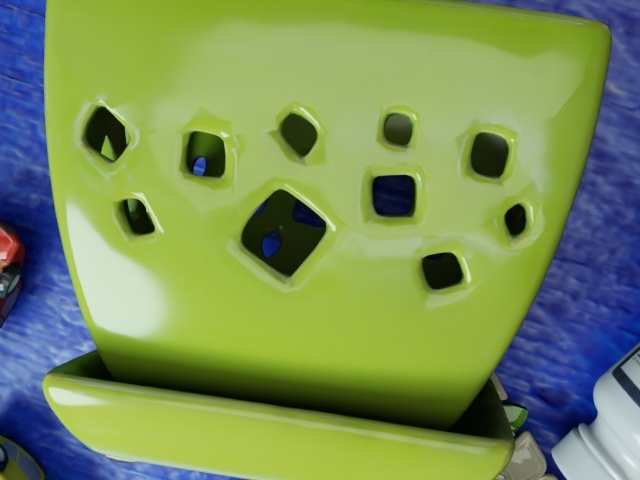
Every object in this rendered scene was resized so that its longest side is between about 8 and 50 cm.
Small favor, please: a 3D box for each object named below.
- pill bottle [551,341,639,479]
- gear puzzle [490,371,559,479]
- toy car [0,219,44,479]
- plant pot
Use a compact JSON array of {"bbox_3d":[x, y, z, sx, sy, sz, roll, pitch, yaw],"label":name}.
[{"bbox_3d":[0.215,0.089,0.546,0.094,0.094,0.169,45,101,-1],"label":"pill bottle"},{"bbox_3d":[0.065,0.167,0.607,0.175,0.044,0.339,-31,91,12],"label":"gear puzzle"},{"bbox_3d":[-0.280,0.101,0.628,0.225,0.053,0.239,-4,97,8],"label":"toy car"},{"bbox_3d":[0.000,0.000,0.479,0.228,0.227,0.207,7,92,6],"label":"plant pot"}]
